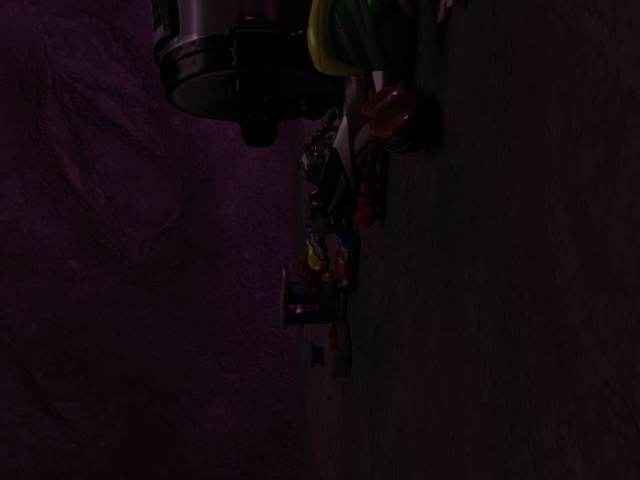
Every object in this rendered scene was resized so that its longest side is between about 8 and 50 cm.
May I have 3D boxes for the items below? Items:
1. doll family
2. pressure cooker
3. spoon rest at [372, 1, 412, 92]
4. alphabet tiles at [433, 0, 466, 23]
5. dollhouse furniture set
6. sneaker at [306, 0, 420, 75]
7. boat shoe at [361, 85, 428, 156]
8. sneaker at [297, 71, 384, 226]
[{"bbox_3d":[0.000,0.000,2.161,0.263,0.118,0.163,-97,8,-48],"label":"doll family"},{"bbox_3d":[-0.118,-0.388,2.095,0.375,0.369,0.421,-11,77,39],"label":"pressure cooker"},{"bbox_3d":[0.080,-0.317,1.472,0.137,0.084,0.276,-97,9,-51],"label":"spoon rest"},{"bbox_3d":[0.135,-0.390,1.215,0.278,0.021,0.284,96,171,-52],"label":"alphabet tiles"},{"bbox_3d":[-0.011,0.158,2.242,0.129,0.129,0.184,95,173,-46],"label":"dollhouse furniture set"},{"bbox_3d":[0.070,-0.326,1.318,0.109,0.123,0.296,55,-132,-79],"label":"sneaker"},{"bbox_3d":[0.103,-0.141,1.396,0.073,0.073,0.207,52,-172,-15],"label":"boat shoe"},{"bbox_3d":[0.034,-0.147,1.722,0.098,0.135,0.276,-96,9,-59],"label":"sneaker"}]
